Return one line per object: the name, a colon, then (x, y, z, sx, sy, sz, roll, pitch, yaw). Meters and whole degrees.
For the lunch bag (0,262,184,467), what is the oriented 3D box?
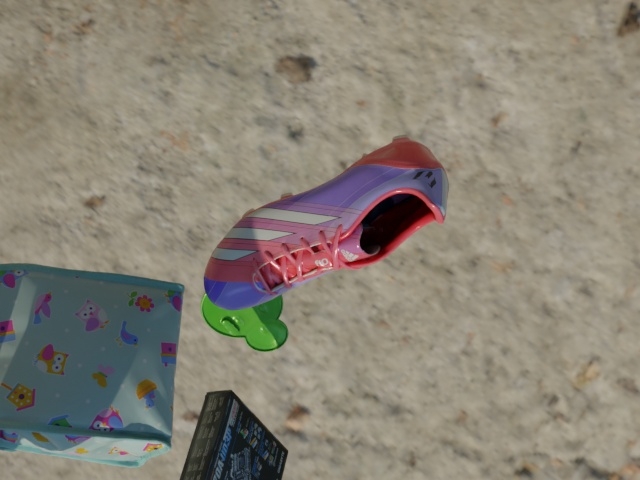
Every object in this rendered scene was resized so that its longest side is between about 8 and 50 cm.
lunch bag: (-0.315, 0.151, 1.567, 0.262, 0.160, 0.223, 10, 68, -21)

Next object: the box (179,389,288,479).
box: (-0.130, 0.357, 1.873, 0.175, 0.051, 0.220, 52, 38, -38)

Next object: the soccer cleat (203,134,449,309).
soccer cleat: (0.000, 0.000, 1.104, 0.248, 0.095, 0.083, -30, 126, 17)

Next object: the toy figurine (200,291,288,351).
toy figurine: (-0.120, 0.072, 2.070, 0.130, 0.159, 0.173, -30, 124, 13)
